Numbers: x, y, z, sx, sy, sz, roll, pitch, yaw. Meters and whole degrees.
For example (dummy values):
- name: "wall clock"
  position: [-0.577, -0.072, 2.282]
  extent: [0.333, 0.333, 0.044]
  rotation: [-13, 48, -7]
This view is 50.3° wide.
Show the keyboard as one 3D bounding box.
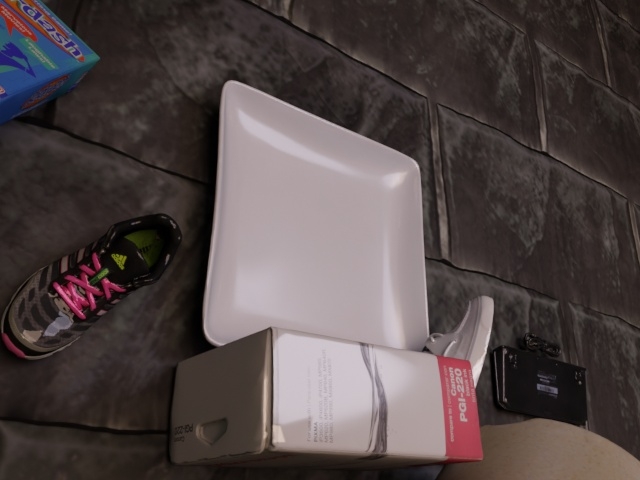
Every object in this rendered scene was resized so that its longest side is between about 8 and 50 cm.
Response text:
- name: "keyboard"
  position: [0.290, 0.179, 0.896]
  extent: [0.180, 0.023, 0.108]
  rotation: [19, 66, -34]

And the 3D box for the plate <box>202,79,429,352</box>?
- name: "plate"
  position: [0.000, 0.000, 0.718]
  extent: [0.278, 0.045, 0.277]
  rotation: [17, 62, -34]

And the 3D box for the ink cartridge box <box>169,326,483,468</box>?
- name: "ink cartridge box"
  position: [0.003, 0.145, 0.579]
  extent: [0.218, 0.158, 0.092]
  rotation: [13, 64, -35]

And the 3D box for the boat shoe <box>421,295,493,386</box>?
- name: "boat shoe"
  position: [0.132, 0.128, 0.705]
  extent: [0.063, 0.066, 0.184]
  rotation: [19, 60, 12]

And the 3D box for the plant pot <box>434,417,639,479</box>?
- name: "plant pot"
  position: [0.169, 0.325, 0.559]
  extent: [0.334, 0.334, 0.305]
  rotation: [54, 37, -8]

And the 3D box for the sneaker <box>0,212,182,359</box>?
- name: "sneaker"
  position: [-0.174, 0.027, 0.542]
  extent: [0.063, 0.075, 0.170]
  rotation: [55, 48, -7]

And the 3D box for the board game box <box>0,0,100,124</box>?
- name: "board game box"
  position: [-0.265, -0.164, 0.497]
  extent: [0.160, 0.047, 0.210]
  rotation: [44, 15, -16]
